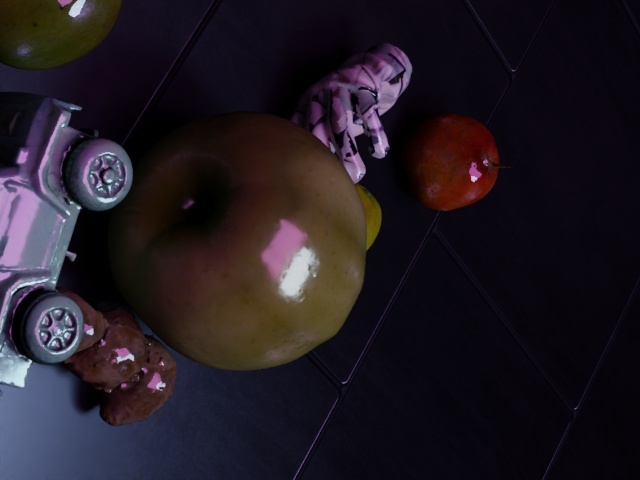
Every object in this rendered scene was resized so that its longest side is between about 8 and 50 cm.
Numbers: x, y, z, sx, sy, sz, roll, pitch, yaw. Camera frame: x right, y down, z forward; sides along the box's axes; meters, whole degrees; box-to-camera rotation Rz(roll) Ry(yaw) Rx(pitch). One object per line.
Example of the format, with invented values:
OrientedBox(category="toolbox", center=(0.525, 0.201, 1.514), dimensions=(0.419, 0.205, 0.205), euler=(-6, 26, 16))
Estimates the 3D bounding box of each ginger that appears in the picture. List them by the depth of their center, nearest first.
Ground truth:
OrientedBox(category="ginger", center=(-0.222, 0.114, 1.686), dimensions=(0.104, 0.080, 0.204), euler=(-55, 137, -17))

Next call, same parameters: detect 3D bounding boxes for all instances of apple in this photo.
OrientedBox(category="apple", center=(-0.077, 0.000, 1.707), dimensions=(0.279, 0.279, 0.279), euler=(-14, 109, -47))

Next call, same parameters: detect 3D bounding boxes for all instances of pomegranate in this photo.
OrientedBox(category="pomegranate", center=(-0.285, -0.226, 1.483), dimensions=(0.210, 0.180, 0.180), euler=(-37, 131, -1))

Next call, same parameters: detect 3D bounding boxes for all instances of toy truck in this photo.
OrientedBox(category="toy truck", center=(-0.296, -0.001, 1.522), dimensions=(0.156, 0.155, 0.278), euler=(21, 83, -41))

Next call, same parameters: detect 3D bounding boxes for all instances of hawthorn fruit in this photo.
OrientedBox(category="hawthorn fruit", center=(0.172, -0.097, 2.063), dimensions=(0.125, 0.140, 0.125), euler=(6, 90, -83))

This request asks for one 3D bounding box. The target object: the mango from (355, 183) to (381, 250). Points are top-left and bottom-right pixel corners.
OrientedBox(category="mango", center=(0.002, -0.004, 1.893), dimensions=(0.163, 0.089, 0.117), euler=(-40, 168, -33))

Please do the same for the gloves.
OrientedBox(category="gloves", center=(0.020, -0.138, 1.884), dimensions=(0.212, 0.128, 0.111), euler=(-43, 119, -39))
